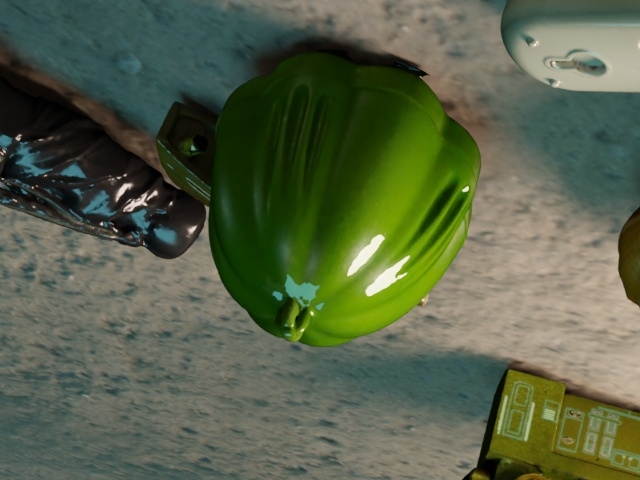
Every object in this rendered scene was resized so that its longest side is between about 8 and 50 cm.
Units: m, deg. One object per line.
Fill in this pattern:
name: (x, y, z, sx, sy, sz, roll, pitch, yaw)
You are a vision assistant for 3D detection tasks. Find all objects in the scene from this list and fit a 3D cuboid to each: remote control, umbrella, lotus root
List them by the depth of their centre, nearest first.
remote control: (0.198, -0.107, 0.926, 0.221, 0.042, 0.078, 3, 152, 31)
lotus root: (0.000, 0.000, 1.083, 0.186, 0.186, 0.186, 17, 155, 8)
umbrella: (-0.241, -0.078, 1.249, 0.357, 0.106, 0.113, 30, 150, -20)

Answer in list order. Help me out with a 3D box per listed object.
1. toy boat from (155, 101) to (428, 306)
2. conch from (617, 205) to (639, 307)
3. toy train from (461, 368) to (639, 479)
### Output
toy boat: (-0.011, -0.030, 1.222, 0.226, 0.068, 0.088, 29, 149, -12)
conch: (0.239, -0.001, 1.023, 0.109, 0.093, 0.330, 10, 165, 3)
toy train: (0.231, 0.196, 1.412, 0.225, 0.137, 0.090, 15, 157, 1)
